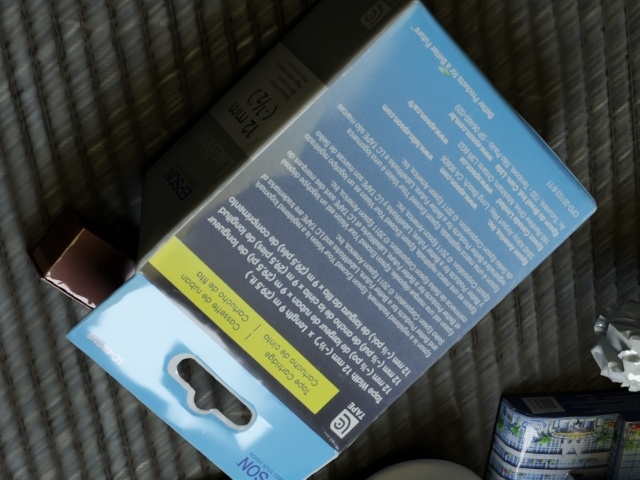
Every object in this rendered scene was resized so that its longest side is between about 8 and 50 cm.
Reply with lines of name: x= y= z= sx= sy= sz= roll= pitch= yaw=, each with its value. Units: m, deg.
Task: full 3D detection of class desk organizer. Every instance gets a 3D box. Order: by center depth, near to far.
desk organizer: x=-0.152 y=0.032 z=1.452 sx=0.130 sy=0.047 sz=0.050 roll=36 pitch=97 yaw=-32

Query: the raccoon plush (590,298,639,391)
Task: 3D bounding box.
raccoon plush: x=0.434 y=0.154 z=1.666 sx=0.446 sy=0.216 sz=0.299 roll=-1 pitch=121 yaw=-4

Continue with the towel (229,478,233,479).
towel: x=-0.185 y=0.344 z=1.609 sx=0.325 sy=0.038 sz=0.248 roll=-19 pitch=121 yaw=-9

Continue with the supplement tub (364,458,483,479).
supplement tub: x=0.101 y=0.299 z=1.623 sx=0.144 sy=0.144 sz=0.199 roll=-26 pitch=126 yaw=-6

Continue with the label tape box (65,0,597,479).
label tape box: x=0.000 y=0.000 z=1.449 sx=0.348 sy=0.115 sz=0.249 roll=-43 pitch=123 yaw=3

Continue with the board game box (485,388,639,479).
board game box: x=0.241 y=0.229 z=1.695 sx=0.194 sy=0.060 sz=0.194 roll=-2 pitch=116 yaw=-20
